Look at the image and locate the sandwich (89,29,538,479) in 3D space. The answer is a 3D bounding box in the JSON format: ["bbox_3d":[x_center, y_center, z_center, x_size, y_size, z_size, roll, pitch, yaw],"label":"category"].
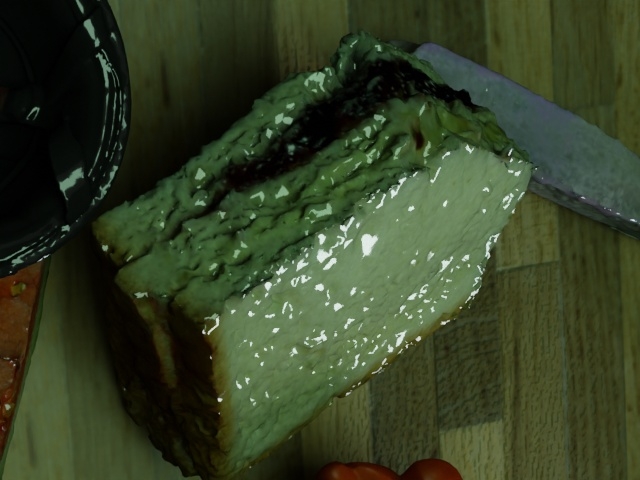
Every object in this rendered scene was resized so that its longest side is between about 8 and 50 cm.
[{"bbox_3d":[0.000,0.001,1.294,0.325,0.131,0.262,-37,154,-19],"label":"sandwich"}]

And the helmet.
[{"bbox_3d":[-0.255,-0.104,1.192,0.230,0.160,0.279,-9,86,-27],"label":"helmet"}]

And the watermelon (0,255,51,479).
[{"bbox_3d":[-0.251,0.079,1.262,0.193,0.137,0.145,-24,147,-34],"label":"watermelon"}]

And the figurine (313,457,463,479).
[{"bbox_3d":[-0.029,0.335,1.361,0.412,0.241,0.306,-15,80,-8],"label":"figurine"}]

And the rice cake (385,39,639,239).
[{"bbox_3d":[0.196,-0.067,1.493,0.399,0.064,0.070,23,77,-29],"label":"rice cake"}]
